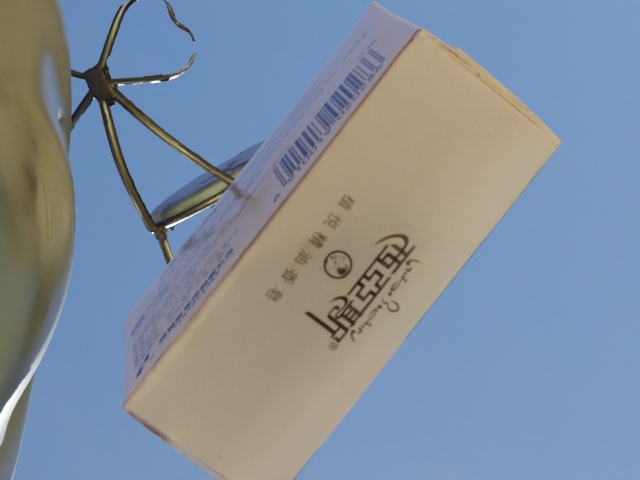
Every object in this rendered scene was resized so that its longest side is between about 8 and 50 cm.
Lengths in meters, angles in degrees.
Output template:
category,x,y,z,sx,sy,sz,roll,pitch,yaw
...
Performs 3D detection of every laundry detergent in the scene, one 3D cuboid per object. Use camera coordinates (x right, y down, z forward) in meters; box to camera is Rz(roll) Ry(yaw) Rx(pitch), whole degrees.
category,x,y,z,sx,sy,sz,roll,pitch,yaw
laundry detergent,-0.151,-0.027,0.703,0.105,0.280,0.215,-5,-130,-34

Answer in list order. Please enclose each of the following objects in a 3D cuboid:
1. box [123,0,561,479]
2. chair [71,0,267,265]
category,x,y,z,sx,sy,sz,roll,pitch,yaw
box,0.002,0.001,1.145,0.116,0.274,0.203,37,-176,-12
chair,-0.077,-0.041,1.478,0.325,0.160,0.170,60,-151,-10
